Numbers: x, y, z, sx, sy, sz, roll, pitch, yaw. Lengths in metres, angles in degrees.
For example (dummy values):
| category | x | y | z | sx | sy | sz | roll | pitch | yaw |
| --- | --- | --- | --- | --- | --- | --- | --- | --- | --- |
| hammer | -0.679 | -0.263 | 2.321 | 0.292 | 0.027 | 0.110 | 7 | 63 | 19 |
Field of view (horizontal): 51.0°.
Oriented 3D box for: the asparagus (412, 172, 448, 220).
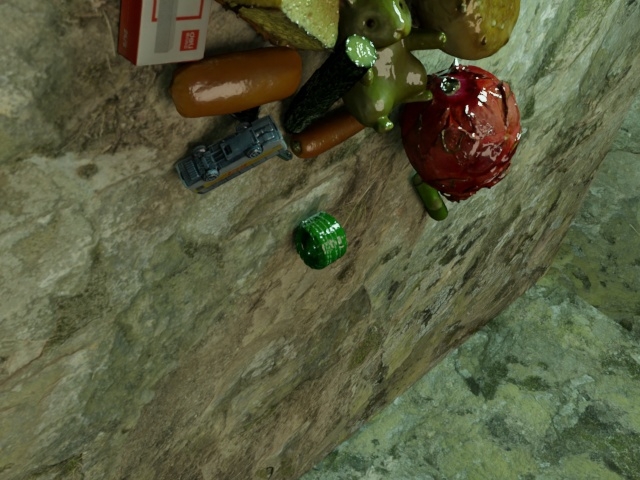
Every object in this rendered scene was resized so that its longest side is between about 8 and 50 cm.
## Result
| category | x | y | z | sx | sy | sz | roll | pitch | yaw |
| --- | --- | --- | --- | --- | --- | --- | --- | --- | --- |
| asparagus | 0.314 | -0.129 | 1.931 | 0.060 | 0.067 | 0.278 | -26 | 150 | 11 |

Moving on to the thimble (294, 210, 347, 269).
| category | x | y | z | sx | sy | sz | roll | pitch | yaw |
| --- | --- | --- | --- | --- | --- | --- | --- | --- | --- |
| thimble | 0.000 | 0.000 | 1.577 | 0.090 | 0.118 | 0.130 | -30 | 119 | -27 |

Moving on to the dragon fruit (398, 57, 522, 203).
| category | x | y | z | sx | sy | sz | roll | pitch | yaw |
| --- | --- | --- | --- | --- | --- | --- | --- | --- | --- |
| dragon fruit | 0.329 | -0.256 | 1.574 | 0.295 | 0.295 | 0.302 | -43 | 148 | -14 |

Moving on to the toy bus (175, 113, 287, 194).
| category | x | y | z | sx | sy | sz | roll | pitch | yaw |
| --- | --- | --- | --- | --- | --- | --- | --- | --- | --- |
| toy bus | -0.154 | -0.149 | 1.176 | 0.190 | 0.064 | 0.075 | -28 | 163 | 6 |

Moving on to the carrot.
| category | x | y | z | sx | sy | sz | roll | pitch | yaw |
| --- | --- | --- | --- | --- | --- | --- | --- | --- | --- |
| carrot | 0.022 | -0.227 | 1.391 | 0.225 | 0.067 | 0.067 | -32 | 147 | -34 |

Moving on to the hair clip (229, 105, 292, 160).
| category | x | y | z | sx | sy | sz | roll | pitch | yaw |
| --- | --- | --- | --- | --- | --- | --- | --- | --- | --- |
| hair clip | -0.105 | -0.205 | 1.260 | 0.229 | 0.070 | 0.039 | 47 | 46 | -68 |

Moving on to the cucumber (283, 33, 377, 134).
| category | x | y | z | sx | sy | sz | roll | pitch | yaw |
| --- | --- | --- | --- | --- | --- | --- | --- | --- | --- |
| cucumber | 0.002 | -0.270 | 1.214 | 0.067 | 0.068 | 0.293 | -30 | 179 | -33 |

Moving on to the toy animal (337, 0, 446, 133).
| category | x | y | z | sx | sy | sz | roll | pitch | yaw |
| --- | --- | --- | --- | --- | --- | --- | --- | --- | --- |
| toy animal | 0.106 | -0.373 | 1.223 | 0.181 | 0.180 | 0.363 | -35 | 147 | -19 |

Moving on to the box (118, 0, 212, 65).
| category | x | y | z | sx | sy | sz | roll | pitch | yaw |
| --- | --- | --- | --- | --- | --- | --- | --- | --- | --- |
| box | -0.206 | -0.359 | 0.924 | 0.122 | 0.050 | 0.230 | -22 | 140 | -43 |

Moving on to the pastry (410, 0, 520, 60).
| category | x | y | z | sx | sy | sz | roll | pitch | yaw |
| --- | --- | --- | --- | --- | --- | --- | --- | --- | --- |
| pastry | 0.271 | -0.512 | 1.288 | 0.284 | 0.184 | 0.316 | -28 | 125 | -46 |

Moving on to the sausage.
| category | x | y | z | sx | sy | sz | roll | pitch | yaw |
| --- | --- | --- | --- | --- | --- | --- | --- | --- | --- |
| sausage | -0.136 | -0.257 | 1.087 | 0.238 | 0.098 | 0.098 | -21 | 141 | -31 |

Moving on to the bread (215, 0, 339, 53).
| category | x | y | z | sx | sy | sz | roll | pitch | yaw |
| --- | --- | --- | --- | --- | --- | --- | --- | --- | --- |
| bread | -0.052 | -0.381 | 1.035 | 0.260 | 0.129 | 0.134 | -5 | 109 | -67 |
